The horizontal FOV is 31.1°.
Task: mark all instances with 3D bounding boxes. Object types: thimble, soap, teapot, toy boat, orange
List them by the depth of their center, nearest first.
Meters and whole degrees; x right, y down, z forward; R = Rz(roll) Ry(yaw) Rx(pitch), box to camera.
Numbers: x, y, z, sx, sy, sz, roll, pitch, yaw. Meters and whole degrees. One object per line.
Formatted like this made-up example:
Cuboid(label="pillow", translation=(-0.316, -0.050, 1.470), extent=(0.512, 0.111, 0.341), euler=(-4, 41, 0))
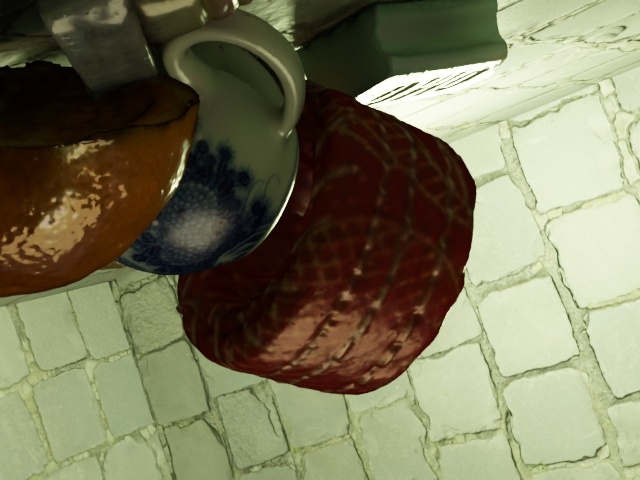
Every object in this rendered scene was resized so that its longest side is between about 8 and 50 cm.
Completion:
Cuboid(label="toy boat", translation=(-0.093, -0.203, 0.883), extent=(0.293, 0.111, 0.276), euler=(-28, -173, -20))
Cuboid(label="orange", translation=(-0.259, -0.078, 0.936), extent=(0.310, 0.274, 0.274), euler=(-33, 176, 2))
Cuboid(label="teapot", translation=(-0.172, -0.102, 1.164), extent=(0.280, 0.252, 0.424), euler=(25, 144, -26))
Cuboid(label="thimble", translation=(0.000, 0.000, 1.342), extent=(0.231, 0.350, 0.350), euler=(22, 152, -34))
Cuboid(label="soap", translation=(0.122, -0.240, 1.486), extent=(0.290, 0.095, 0.173), euler=(-16, 177, -43))

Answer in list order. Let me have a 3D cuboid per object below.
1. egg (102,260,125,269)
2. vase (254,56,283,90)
Cuboid(label="egg", translation=(-0.268, -0.062, 1.488), extent=(0.195, 0.195, 0.233), euler=(-22, -165, 44))
Cuboid(label="vase", translation=(-0.120, -0.171, 1.488), extent=(0.086, 0.086, 0.214), euler=(-16, 180, -42))
